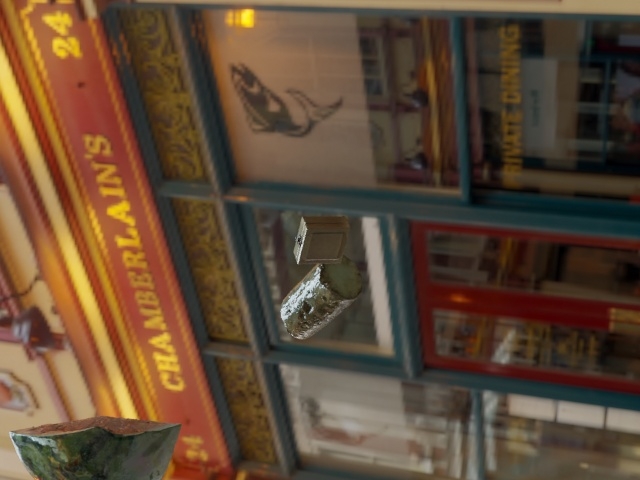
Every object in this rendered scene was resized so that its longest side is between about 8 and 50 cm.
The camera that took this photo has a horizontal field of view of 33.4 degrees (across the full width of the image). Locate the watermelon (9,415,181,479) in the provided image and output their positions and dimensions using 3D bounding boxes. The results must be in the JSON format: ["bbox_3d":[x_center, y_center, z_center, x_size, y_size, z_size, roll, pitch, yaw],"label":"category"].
[{"bbox_3d":[-0.412,0.406,2.028,0.256,0.260,0.176,50,-133,-39],"label":"watermelon"}]

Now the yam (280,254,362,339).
[{"bbox_3d":[-0.004,0.119,2.185,0.194,0.107,0.107,-45,13,43],"label":"yam"}]

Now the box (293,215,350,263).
[{"bbox_3d":[0.000,0.000,1.778,0.035,0.083,0.079,-112,29,-47],"label":"box"}]
